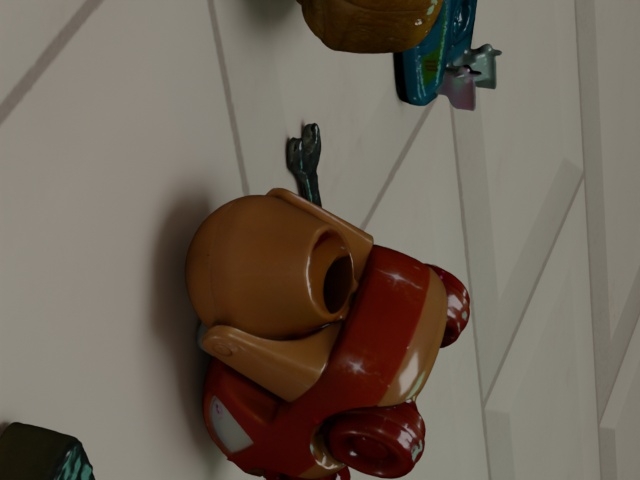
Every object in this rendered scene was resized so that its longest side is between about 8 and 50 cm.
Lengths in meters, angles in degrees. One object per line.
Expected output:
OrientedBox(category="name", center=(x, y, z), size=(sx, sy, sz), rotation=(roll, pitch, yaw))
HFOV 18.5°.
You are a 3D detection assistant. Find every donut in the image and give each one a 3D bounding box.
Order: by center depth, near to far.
OrientedBox(category="donut", center=(0.046, -0.261, 1.608), size=(0.226, 0.113, 0.227), rotation=(-172, -90, -81))

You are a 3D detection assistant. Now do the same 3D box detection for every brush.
OrientedBox(category="brush", center=(-0.184, 0.226, 1.333), size=(0.197, 0.059, 0.123), rotation=(75, 32, -46))

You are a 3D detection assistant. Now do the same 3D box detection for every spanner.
OrientedBox(category="spanner", center=(0.000, 0.000, 1.805), size=(0.054, 0.015, 0.254), rotation=(-61, 151, -44))

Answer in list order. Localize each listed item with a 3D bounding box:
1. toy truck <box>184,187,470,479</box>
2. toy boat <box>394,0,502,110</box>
OrientedBox(category="toy truck", center=(-0.024, 0.078, 1.581), size=(0.265, 0.239, 0.189), rotation=(-41, -158, 53))
OrientedBox(category="toy boat", center=(0.130, -0.283, 1.951), size=(0.134, 0.092, 0.299), rotation=(-48, 141, -51))
